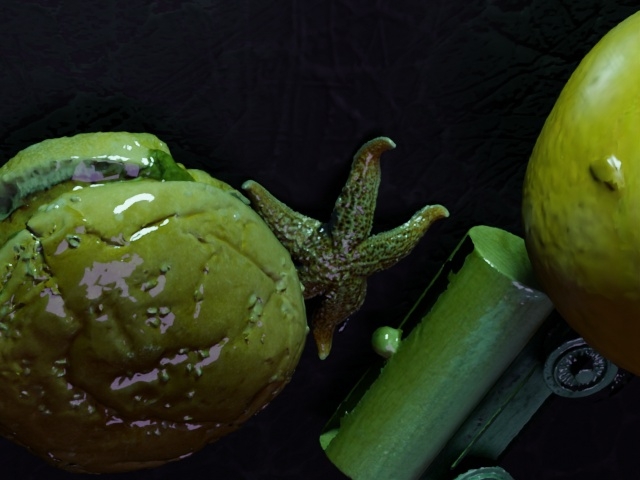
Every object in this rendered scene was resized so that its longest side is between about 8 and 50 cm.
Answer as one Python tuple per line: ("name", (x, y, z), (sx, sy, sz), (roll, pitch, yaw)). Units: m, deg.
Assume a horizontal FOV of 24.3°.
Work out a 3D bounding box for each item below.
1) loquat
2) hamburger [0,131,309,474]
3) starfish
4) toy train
("loquat", (0.311, -0.020, 1.101), (0.328, 0.359, 0.328), (5, 125, 7))
("hamburger", (-0.155, 0.062, 1.127), (0.265, 0.134, 0.285), (-35, 135, 22))
("starfish", (0.000, 0.000, 1.207), (0.176, 0.053, 0.208), (31, 107, -26))
("toy train", (0.135, 0.125, 1.302), (0.189, 0.126, 0.307), (18, 121, -31))
